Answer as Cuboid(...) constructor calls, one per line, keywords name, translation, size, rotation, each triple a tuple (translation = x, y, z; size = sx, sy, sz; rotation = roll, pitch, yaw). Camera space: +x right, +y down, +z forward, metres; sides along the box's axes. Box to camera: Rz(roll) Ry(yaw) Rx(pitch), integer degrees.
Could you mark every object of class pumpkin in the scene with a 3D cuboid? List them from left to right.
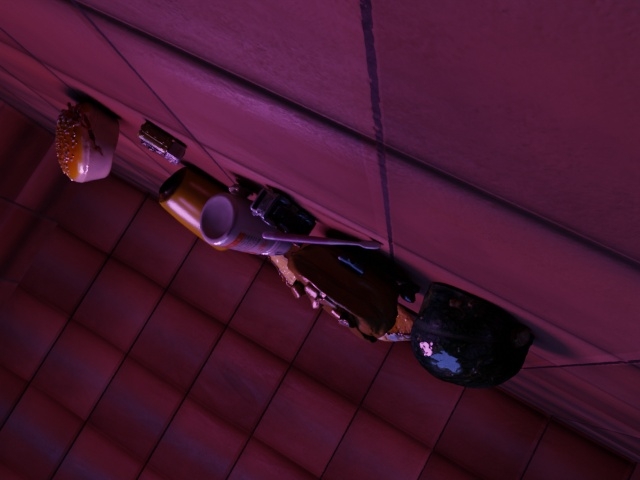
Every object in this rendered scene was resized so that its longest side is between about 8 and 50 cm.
Cuboid(name="pumpkin", translation=(0.346, 0.252, 1.347), size=(0.293, 0.196, 0.263), rotation=(32, 170, -35))

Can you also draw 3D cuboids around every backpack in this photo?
Cuboid(name="backpack", translation=(0.072, 0.126, 1.516), size=(0.354, 0.201, 0.378), rotation=(30, 175, 7))

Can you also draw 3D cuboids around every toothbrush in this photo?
Cuboid(name="toothbrush", translation=(0.000, 0.000, 1.306), size=(0.287, 0.020, 0.025), rotation=(6, 172, 17))

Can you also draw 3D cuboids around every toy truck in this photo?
Cuboid(name="toy truck", translation=(-0.399, -0.245, 1.423), size=(0.123, 0.052, 0.063), rotation=(34, 166, -16))
Cuboid(name="toy truck", translation=(-0.102, -0.065, 1.394), size=(0.115, 0.080, 0.178), rotation=(31, 175, 37))

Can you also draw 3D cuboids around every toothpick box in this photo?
Cuboid(name="toothpick box", translation=(-0.362, -0.105, 1.759), size=(0.271, 0.175, 0.175), rotation=(38, 169, -31))

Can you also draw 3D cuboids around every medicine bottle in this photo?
Cuboid(name="medicine bottle", translation=(-0.188, -0.037, 1.513), size=(0.144, 0.144, 0.252), rotation=(24, -173, 37))

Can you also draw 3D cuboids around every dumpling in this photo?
Cuboid(name="dumpling", translation=(-0.213, -0.133, 1.526), size=(0.052, 0.057, 0.076), rotation=(-103, -7, -49))

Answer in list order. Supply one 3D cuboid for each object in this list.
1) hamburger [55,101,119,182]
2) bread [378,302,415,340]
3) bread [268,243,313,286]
Cuboid(name="hamburger", translation=(-0.688, -0.283, 1.637), size=(0.151, 0.227, 0.295), rotation=(6, -175, -38))
Cuboid(name="bread", translation=(0.261, 0.315, 2.228), size=(0.262, 0.162, 0.204), rotation=(6, 167, 7))
Cuboid(name="bread", translation=(-0.085, 0.048, 1.847), size=(0.129, 0.134, 0.260), rotation=(6, 142, 48))
